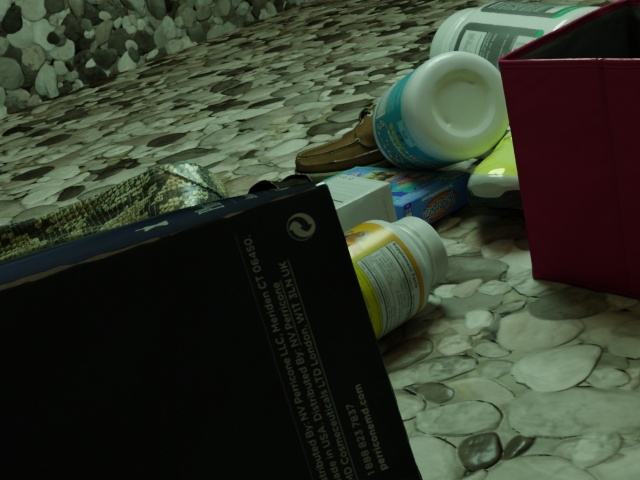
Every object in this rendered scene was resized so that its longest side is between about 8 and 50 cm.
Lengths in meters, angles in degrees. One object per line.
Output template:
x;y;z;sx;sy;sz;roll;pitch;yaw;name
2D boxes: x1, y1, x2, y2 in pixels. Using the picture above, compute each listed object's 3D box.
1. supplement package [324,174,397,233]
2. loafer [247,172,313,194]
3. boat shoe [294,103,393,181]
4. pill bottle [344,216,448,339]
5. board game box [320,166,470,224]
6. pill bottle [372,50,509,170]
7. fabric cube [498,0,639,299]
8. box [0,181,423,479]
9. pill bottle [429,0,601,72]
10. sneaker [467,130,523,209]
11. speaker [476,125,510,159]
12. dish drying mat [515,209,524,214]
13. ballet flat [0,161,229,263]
0.000;0.000;1.144;0.179;0.105;0.105;-27;25;-29;supplement package
-0.062;-0.058;1.359;0.080;0.078;0.220;-5;23;21;loafer
0.099;-0.178;1.521;0.307;0.104;0.110;-14;22;0;boat shoe
0.034;0.053;0.976;0.215;0.117;0.117;-28;26;-32;pill bottle
0.083;-0.059;1.300;0.210;0.047;0.160;8;25;43;board game box
0.161;-0.175;1.327;0.146;0.146;0.264;-18;2;-11;pill bottle
0.376;-0.104;0.965;0.254;0.258;0.259;-30;27;-33;fabric cube
-0.135;0.089;0.574;0.294;0.182;0.296;-19;4;-11;box
0.338;-0.290;1.516;0.204;0.204;0.361;-20;23;-15;pill bottle
0.316;-0.146;1.233;0.145;0.147;0.385;7;27;42;sneaker
0.291;-0.147;1.398;0.055;0.055;0.136;-31;27;-36;speaker
0.297;-0.053;1.223;0.083;0.008;0.032;-28;26;-32;dish drying mat
-0.331;0.051;1.123;0.483;0.164;0.182;-20;40;16;ballet flat
